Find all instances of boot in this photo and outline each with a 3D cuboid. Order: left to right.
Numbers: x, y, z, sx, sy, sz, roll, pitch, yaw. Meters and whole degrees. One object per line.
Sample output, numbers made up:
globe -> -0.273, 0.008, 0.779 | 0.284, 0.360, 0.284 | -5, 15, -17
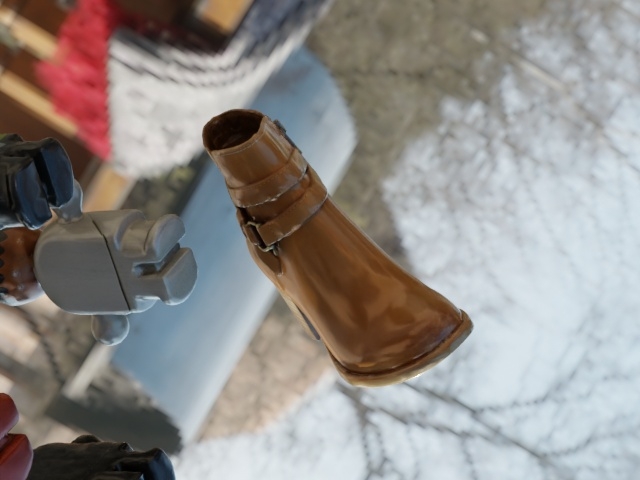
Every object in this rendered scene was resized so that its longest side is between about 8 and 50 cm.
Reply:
boot -> 0.000, 0.000, 1.102 | 0.073, 0.152, 0.197 | -37, -156, -19

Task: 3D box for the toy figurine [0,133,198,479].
toy figurine -> -0.177, 0.056, 0.997 | 0.213, 0.148, 0.209 | 29, 62, -59
